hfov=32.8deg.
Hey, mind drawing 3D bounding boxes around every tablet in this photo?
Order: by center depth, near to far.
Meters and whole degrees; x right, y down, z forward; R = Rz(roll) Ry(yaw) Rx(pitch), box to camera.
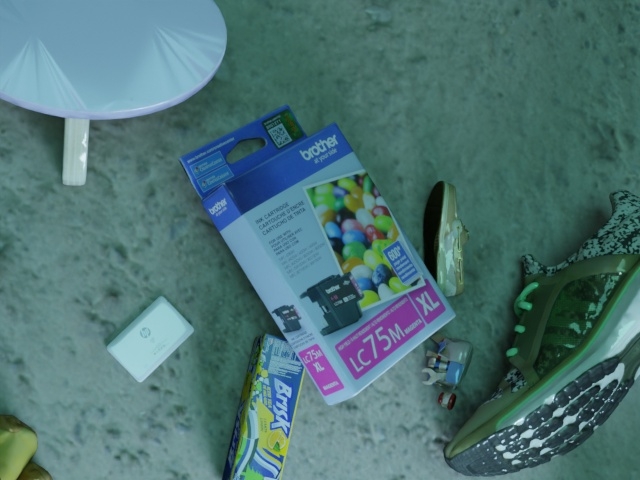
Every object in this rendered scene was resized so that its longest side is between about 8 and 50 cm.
[{"bbox_3d":[-0.184,0.107,1.181,0.054,0.006,0.083,46,73,-3],"label":"tablet"}]

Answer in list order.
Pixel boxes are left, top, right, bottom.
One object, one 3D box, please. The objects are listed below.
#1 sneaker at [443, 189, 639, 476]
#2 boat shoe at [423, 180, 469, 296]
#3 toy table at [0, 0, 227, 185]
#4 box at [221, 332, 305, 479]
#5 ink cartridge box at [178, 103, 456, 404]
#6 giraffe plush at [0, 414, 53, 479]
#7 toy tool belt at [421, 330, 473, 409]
[{"bbox_3d":[0.280,0.101,1.255,0.410,0.158,0.182,-42,51,-5],"label":"sneaker"},{"bbox_3d":[0.148,-0.001,1.264,0.045,0.050,0.135,4,88,-19],"label":"boat shoe"},{"bbox_3d":[-0.247,-0.195,1.134,0.274,0.161,0.252,14,78,-11],"label":"toy table"},{"bbox_3d":[-0.059,0.189,1.171,0.054,0.059,0.169,16,77,-12],"label":"box"},{"bbox_3d":[0.000,0.000,1.187,0.186,0.065,0.311,-32,88,-39],"label":"ink cartridge box"},{"bbox_3d":[-0.355,0.254,1.027,0.181,0.170,0.210,34,75,-7],"label":"giraffe plush"},{"bbox_3d":[0.139,0.147,1.240,0.051,0.052,0.083,16,72,21],"label":"toy tool belt"}]
